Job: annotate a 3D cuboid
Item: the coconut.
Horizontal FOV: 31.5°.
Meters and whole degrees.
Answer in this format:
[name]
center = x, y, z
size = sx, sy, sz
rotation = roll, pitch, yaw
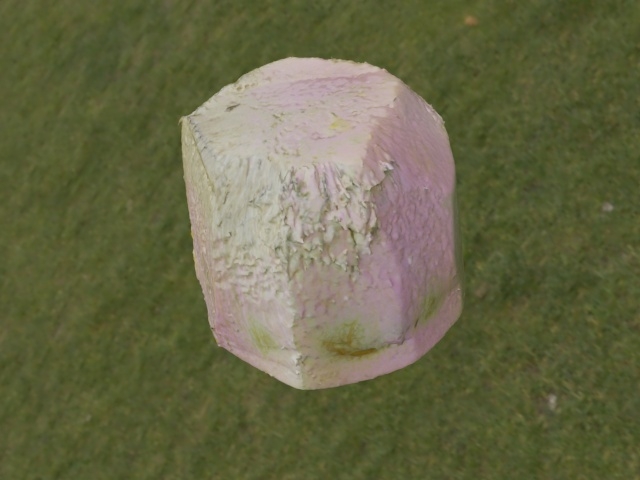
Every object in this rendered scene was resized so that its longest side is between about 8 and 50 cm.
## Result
[coconut]
center = 0.000, 0.000, 0.918
size = 0.233, 0.245, 0.233
rotation = -5, 35, 4
